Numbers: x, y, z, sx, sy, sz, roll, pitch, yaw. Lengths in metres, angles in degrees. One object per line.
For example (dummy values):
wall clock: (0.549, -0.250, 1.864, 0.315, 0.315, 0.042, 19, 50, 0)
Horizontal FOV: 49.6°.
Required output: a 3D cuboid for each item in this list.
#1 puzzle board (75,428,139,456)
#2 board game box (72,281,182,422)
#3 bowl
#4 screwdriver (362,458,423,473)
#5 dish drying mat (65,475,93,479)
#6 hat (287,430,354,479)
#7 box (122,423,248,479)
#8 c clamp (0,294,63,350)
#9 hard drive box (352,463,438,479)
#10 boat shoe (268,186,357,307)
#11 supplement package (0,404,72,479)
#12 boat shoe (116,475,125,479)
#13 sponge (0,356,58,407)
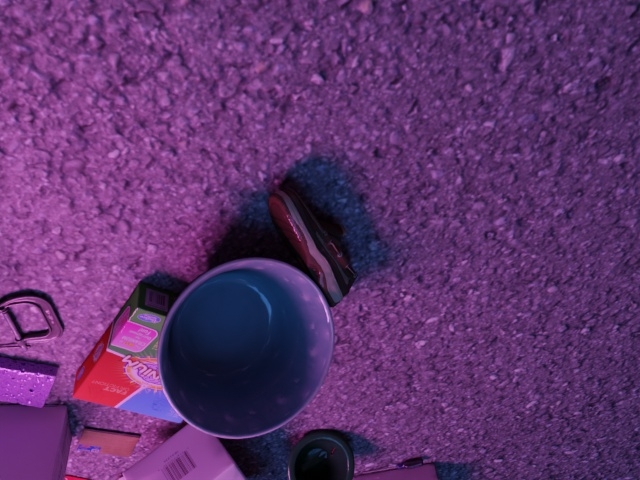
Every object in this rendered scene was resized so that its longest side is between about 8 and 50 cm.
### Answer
puzzle board: (-0.499, 0.473, 1.625, 0.128, 0.011, 0.096, 15, 132, -21)
board game box: (-0.315, 0.234, 1.375, 0.242, 0.064, 0.316, 22, 128, -27)
bowl: (-0.148, 0.167, 1.215, 0.311, 0.163, 0.312, -5, 103, -25)
screwdriver: (0.193, 0.608, 1.856, 0.169, 0.024, 0.025, -16, 164, 16)
dish drying mat: (-0.606, 0.606, 1.742, 0.083, 0.008, 0.032, 26, 125, -29)
hat: (-0.016, 0.563, 1.776, 0.172, 0.183, 0.209, -4, 94, -13)
box: (-0.272, 0.609, 1.627, 0.215, 0.168, 0.345, -35, 137, -16)
c clamp: (-0.557, 0.157, 1.293, 0.137, 0.022, 0.161, -1, 135, -7)
hard drive box: (0.213, 0.709, 1.908, 0.232, 0.089, 0.181, -11, 136, 3)
boat shoe: (-0.005, -0.003, 1.185, 0.095, 0.095, 0.258, -40, 134, -17)
supplement package: (-0.680, 0.469, 1.457, 0.261, 0.204, 0.145, 3, 134, -10)
boat shoe: (-0.395, 0.670, 1.773, 0.277, 0.096, 0.098, 27, 125, -30)
sponge: (-0.650, 0.277, 1.393, 0.210, 0.031, 0.117, 17, 130, -22)
